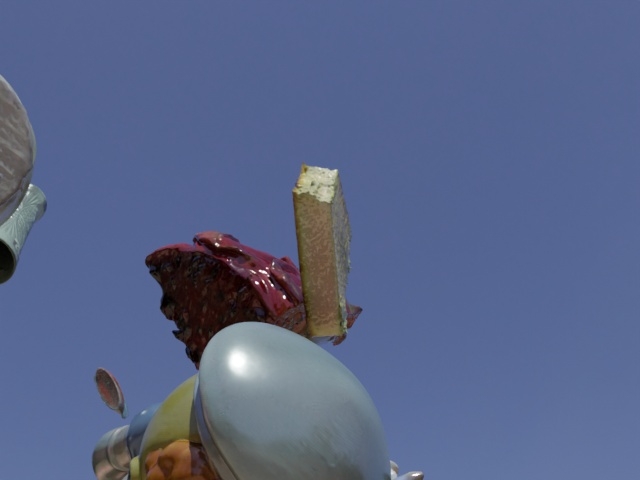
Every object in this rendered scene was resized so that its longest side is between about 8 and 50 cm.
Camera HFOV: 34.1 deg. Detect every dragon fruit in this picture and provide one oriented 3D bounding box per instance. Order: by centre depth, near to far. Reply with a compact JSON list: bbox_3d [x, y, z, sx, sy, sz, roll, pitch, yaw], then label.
[{"bbox_3d":[-0.073,0.059,1.683,0.329,0.286,0.228,-4,-41,-43],"label":"dragon fruit"}]

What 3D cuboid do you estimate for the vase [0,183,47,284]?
[{"bbox_3d":[-0.516,-0.020,1.720,0.096,0.219,0.096,1,-62,2],"label":"vase"}]

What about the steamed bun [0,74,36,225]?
[{"bbox_3d":[-0.584,-0.125,1.503,0.309,0.309,0.309,-1,-33,-1],"label":"steamed bun"}]

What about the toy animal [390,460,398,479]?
[{"bbox_3d":[-0.029,0.432,1.702,0.325,0.154,0.208,-10,-5,4],"label":"toy animal"}]

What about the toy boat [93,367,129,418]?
[{"bbox_3d":[-0.336,0.264,1.738,0.034,0.096,0.122,-29,-23,-6],"label":"toy boat"}]

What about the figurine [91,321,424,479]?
[{"bbox_3d":[-0.111,0.183,0.965,0.382,0.205,0.225,-9,-20,42],"label":"figurine"}]

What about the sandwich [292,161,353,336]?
[{"bbox_3d":[0.000,0.000,1.313,0.058,0.193,0.162,-5,-44,10],"label":"sandwich"}]
